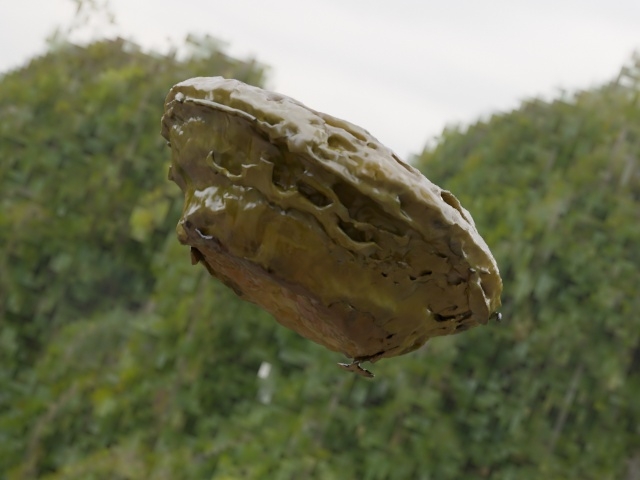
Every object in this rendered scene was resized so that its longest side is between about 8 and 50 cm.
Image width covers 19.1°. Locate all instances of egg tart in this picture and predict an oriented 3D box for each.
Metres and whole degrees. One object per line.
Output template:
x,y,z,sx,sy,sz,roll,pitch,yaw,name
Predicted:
0.000,0.000,0.591,0.130,0.052,0.130,31,-15,9,egg tart
